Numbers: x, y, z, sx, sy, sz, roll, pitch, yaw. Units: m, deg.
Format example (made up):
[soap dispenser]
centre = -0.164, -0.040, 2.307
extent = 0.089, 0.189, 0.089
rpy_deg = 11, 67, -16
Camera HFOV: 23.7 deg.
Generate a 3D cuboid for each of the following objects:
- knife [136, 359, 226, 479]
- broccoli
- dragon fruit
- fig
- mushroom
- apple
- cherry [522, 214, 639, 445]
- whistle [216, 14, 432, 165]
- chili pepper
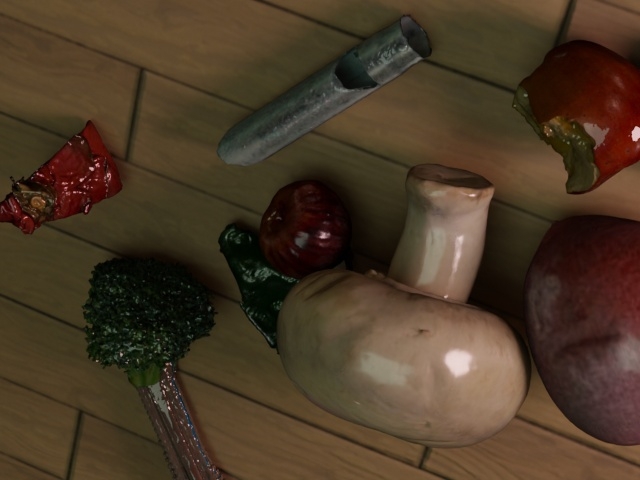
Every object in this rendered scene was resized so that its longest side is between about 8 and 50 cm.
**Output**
[knife]
centre = -0.195, 0.280, 2.198
extent = 0.089, 0.043, 0.365
rpy_deg = -24, 104, -4
[broccoli]
centre = -0.244, 0.123, 2.066
extent = 0.220, 0.194, 0.194
rpy_deg = 51, 129, 33
[dragon fruit]
centre = -0.360, -0.085, 1.998
extent = 0.122, 0.192, 0.092
rpy_deg = 19, 129, 29
[fig]
centre = -0.011, 0.000, 1.932
extent = 0.128, 0.128, 0.150
rpy_deg = -32, 98, 31
[mushroom]
centre = 0.106, 0.117, 1.826
extent = 0.315, 0.315, 0.356
rpy_deg = 26, 142, 9
[apple]
centre = 0.304, -0.147, 1.718
extent = 0.147, 0.156, 0.158
rpy_deg = -34, 85, 17
[cherry]
centre = 0.361, 0.097, 1.779
extent = 0.261, 0.221, 0.307
rpy_deg = -44, 75, 28
[whistle]
centre = -0.001, -0.176, 1.879
extent = 0.312, 0.062, 0.062
rpy_deg = -30, 101, 31
[chili pepper]
centre = -0.055, 0.064, 2.022
extent = 0.108, 0.062, 0.216
rpy_deg = -36, 98, 25
